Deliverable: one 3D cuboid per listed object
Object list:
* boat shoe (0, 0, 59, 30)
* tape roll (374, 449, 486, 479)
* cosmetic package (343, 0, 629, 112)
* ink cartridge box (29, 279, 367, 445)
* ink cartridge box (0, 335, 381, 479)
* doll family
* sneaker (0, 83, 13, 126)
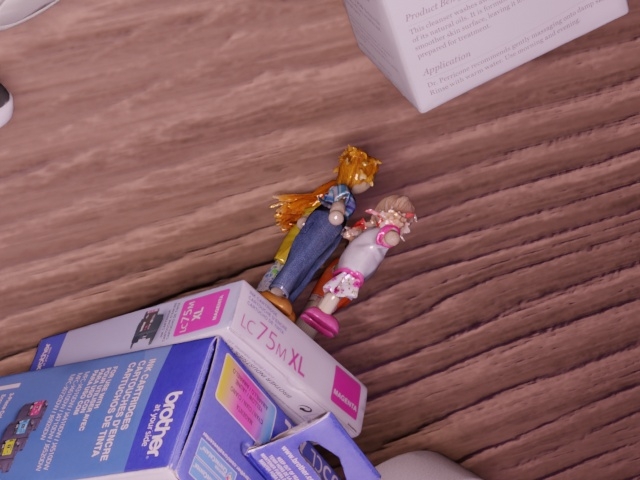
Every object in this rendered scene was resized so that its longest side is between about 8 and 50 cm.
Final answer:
[{"bbox_3d":[-0.184,-0.305,1.194,0.099,0.116,0.319,44,108,8],"label":"boat shoe"},{"bbox_3d":[0.056,0.405,1.593,0.392,0.072,0.392,-32,137,-36],"label":"tape roll"},{"bbox_3d":[0.093,-0.327,1.241,0.217,0.156,0.385,-25,124,-7],"label":"cosmetic package"},{"bbox_3d":[-0.134,0.139,1.405,0.311,0.065,0.186,-19,133,34],"label":"ink cartridge box"},{"bbox_3d":[-0.146,0.235,1.348,0.395,0.151,0.270,-10,133,31],"label":"ink cartridge box"},{"bbox_3d":[0.000,0.000,1.375,0.118,0.263,0.163,34,76,-1],"label":"doll family"},{"bbox_3d":[-0.369,-0.169,1.170,0.295,0.105,0.147,11,119,-22],"label":"sneaker"}]
